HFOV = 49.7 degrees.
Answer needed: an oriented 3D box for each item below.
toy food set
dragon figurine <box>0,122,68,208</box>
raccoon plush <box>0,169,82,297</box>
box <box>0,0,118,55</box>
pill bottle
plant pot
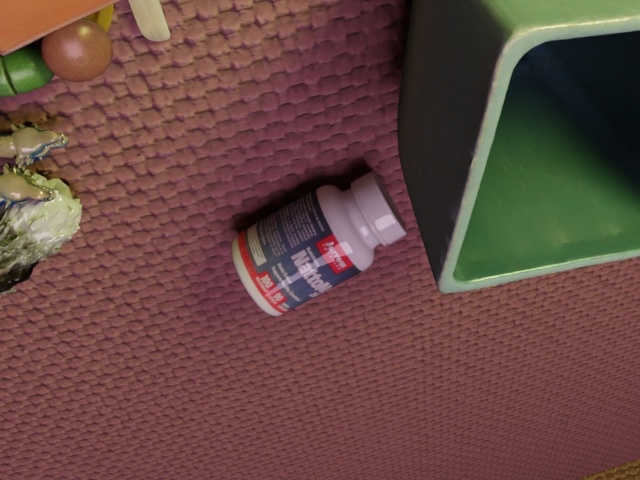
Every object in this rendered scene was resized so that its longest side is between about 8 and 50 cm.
[{"bbox_3d":[-0.217,-0.161,0.508,0.217,0.071,0.128,-18,141,-16],"label":"toy food set"},{"bbox_3d":[-0.355,-0.066,0.549,0.289,0.085,0.144,-2,172,-16],"label":"dragon figurine"},{"bbox_3d":[-0.417,0.144,0.628,0.446,0.299,0.216,-39,137,22],"label":"raccoon plush"},{"bbox_3d":[-0.120,-0.275,0.219,0.215,0.168,0.345,-22,140,8],"label":"box"},{"bbox_3d":[0.000,0.000,0.781,0.180,0.108,0.108,-29,140,12],"label":"pill bottle"},{"bbox_3d":[0.184,-0.146,0.569,0.247,0.252,0.247,-10,141,-11],"label":"plant pot"}]
